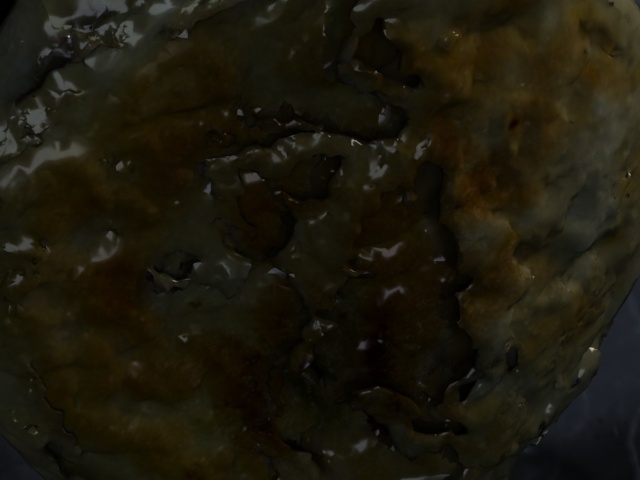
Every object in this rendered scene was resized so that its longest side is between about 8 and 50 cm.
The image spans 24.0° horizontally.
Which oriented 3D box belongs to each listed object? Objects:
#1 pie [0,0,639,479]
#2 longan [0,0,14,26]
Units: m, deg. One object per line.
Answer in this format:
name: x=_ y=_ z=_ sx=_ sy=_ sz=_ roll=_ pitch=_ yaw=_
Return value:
pie: x=0.000 y=0.000 z=0.626 sx=0.339 sy=0.077 sz=0.339 roll=-11 pitch=125 yaw=-16
longan: x=-0.247 y=-0.154 z=0.539 sx=0.319 sy=0.319 sz=0.318 roll=0 pitch=98 yaw=0
